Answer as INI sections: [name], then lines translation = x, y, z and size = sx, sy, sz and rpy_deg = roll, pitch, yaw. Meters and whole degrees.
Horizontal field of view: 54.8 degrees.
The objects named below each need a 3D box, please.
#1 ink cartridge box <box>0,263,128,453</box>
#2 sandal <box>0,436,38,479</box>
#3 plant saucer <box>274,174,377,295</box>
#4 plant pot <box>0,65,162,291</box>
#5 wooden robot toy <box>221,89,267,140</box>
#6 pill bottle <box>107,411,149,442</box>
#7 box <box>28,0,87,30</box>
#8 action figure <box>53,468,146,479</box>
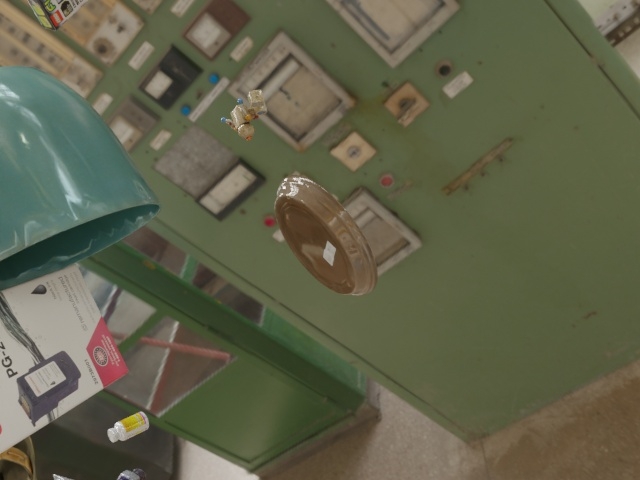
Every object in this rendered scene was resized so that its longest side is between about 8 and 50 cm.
[ink cartridge box]
translation = -0.382, 0.150, 0.769
size = 0.100, 0.172, 0.237
rpy_deg = -24, 3, 25
[sandal]
translation = -0.491, 0.361, 0.977
size = 0.072, 0.180, 0.049
rpy_deg = -25, -18, -3
[plant saucer]
translation = 0.000, 0.000, 1.200
size = 0.041, 0.278, 0.278
rpy_deg = -37, 18, -23
[plant pot]
translation = -0.399, -0.087, 0.830
size = 0.293, 0.235, 0.293
rpy_deg = -27, 0, 0
[wooden robot toy]
translation = -0.157, -0.264, 1.377
size = 0.173, 0.076, 0.079
rpy_deg = -28, 75, 54
[pill bottle]
translation = -0.430, 0.419, 1.381
size = 0.083, 0.043, 0.043
rpy_deg = -18, -5, -43
[box]
translation = -0.509, -0.506, 1.132
size = 0.036, 0.207, 0.114
rpy_deg = 22, 62, 20
[action figure]
translation = -0.384, 0.484, 1.123
size = 0.185, 0.285, 0.099
rpy_deg = 25, 78, 20
